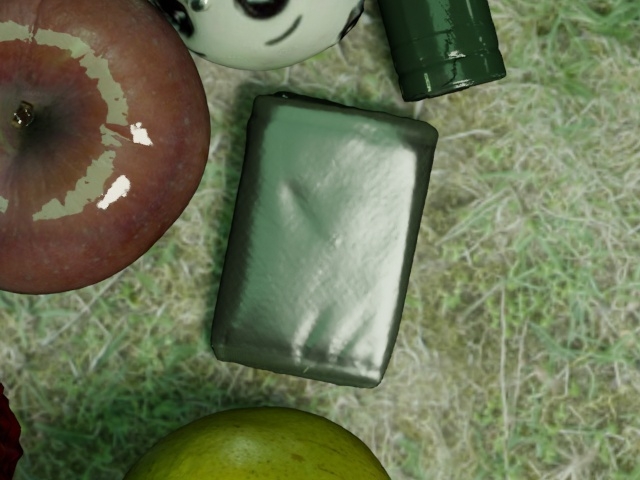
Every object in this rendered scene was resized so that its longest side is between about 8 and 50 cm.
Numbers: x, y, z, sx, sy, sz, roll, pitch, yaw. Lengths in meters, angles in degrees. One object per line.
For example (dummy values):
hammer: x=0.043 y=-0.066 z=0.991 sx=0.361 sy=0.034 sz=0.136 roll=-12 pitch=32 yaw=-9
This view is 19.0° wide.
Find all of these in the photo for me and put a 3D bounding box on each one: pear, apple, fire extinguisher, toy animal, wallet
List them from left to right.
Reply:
apple: x=-0.242 y=-0.099 z=1.594 sx=0.305 sy=0.235 sz=0.306 roll=0 pitch=92 yaw=-1
toy animal: x=-0.071 y=-0.276 z=1.609 sx=0.212 sy=0.212 sz=0.267 roll=-7 pitch=85 yaw=0
pear: x=-0.051 y=0.275 z=1.571 sx=0.294 sy=0.294 sz=0.294 roll=0 pitch=89 yaw=0
wallet: x=0.000 y=0.000 z=1.688 sx=0.168 sy=0.052 sz=0.245 roll=12 pitch=94 yaw=0
fire extinguisher: x=0.073 y=-0.277 z=1.667 sx=0.114 sy=0.095 sz=0.311 roll=-13 pitch=90 yaw=30

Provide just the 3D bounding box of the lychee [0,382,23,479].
lychee: x=-0.429 y=0.192 z=1.471 sx=0.424 sy=0.500 sz=0.425 roll=3 pitch=85 yaw=-39
